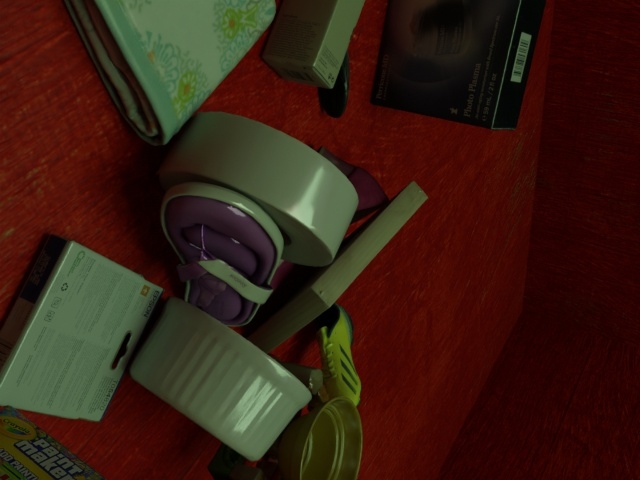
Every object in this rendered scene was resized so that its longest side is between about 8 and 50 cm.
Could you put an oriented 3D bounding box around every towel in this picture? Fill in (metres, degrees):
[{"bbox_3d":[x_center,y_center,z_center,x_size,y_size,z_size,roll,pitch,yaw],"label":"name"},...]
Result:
[{"bbox_3d":[-0.188,-0.358,0.932,0.320,0.090,0.374,-55,148,-30],"label":"towel"}]

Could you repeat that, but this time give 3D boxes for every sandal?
[{"bbox_3d":[-0.142,0.057,1.066,0.416,0.169,0.102,94,3,-62],"label":"sandal"}]

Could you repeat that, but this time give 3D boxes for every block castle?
[{"bbox_3d":[-0.137,0.467,1.387,0.453,0.213,0.303,-59,139,-39],"label":"block castle"}]

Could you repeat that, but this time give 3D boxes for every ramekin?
[{"bbox_3d":[-0.163,0.220,1.124,0.135,0.277,0.277,-56,149,-17],"label":"ramekin"}]

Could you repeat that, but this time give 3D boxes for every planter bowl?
[{"bbox_3d":[-0.014,0.379,1.290,0.217,0.090,0.217,-10,102,-58],"label":"planter bowl"}]

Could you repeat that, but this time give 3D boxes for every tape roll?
[{"bbox_3d":[-0.092,-0.070,1.069,0.100,0.286,0.286,-65,152,-15],"label":"tape roll"}]

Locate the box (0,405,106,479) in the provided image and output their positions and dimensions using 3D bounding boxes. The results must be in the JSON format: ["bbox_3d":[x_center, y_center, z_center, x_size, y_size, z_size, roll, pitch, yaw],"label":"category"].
[{"bbox_3d":[-0.420,0.385,0.789,0.279,0.177,0.290,-19,131,-58],"label":"box"}]

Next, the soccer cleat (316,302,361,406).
[{"bbox_3d":[0.025,0.254,1.592,0.121,0.093,0.289,51,24,-36],"label":"soccer cleat"}]

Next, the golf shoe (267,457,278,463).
[{"bbox_3d":[-0.119,0.582,1.588,0.140,0.115,0.306,38,71,-58],"label":"golf shoe"}]

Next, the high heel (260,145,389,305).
[{"bbox_3d":[0.000,0.000,1.371,0.377,0.181,0.127,-61,-169,-24],"label":"high heel"}]

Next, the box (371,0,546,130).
[{"bbox_3d":[0.296,-0.413,1.587,0.183,0.294,0.296,-13,117,-57],"label":"box"}]

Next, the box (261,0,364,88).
[{"bbox_3d":[0.006,-0.410,1.244,0.094,0.113,0.275,32,78,-63],"label":"box"}]

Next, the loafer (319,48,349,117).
[{"bbox_3d":[0.035,-0.323,1.406,0.061,0.062,0.170,-46,144,-50],"label":"loafer"}]

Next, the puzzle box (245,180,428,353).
[{"bbox_3d":[0.037,0.054,1.459,0.409,0.052,0.272,-44,-179,-43],"label":"puzzle box"}]

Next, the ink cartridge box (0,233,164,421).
[{"bbox_3d":[-0.332,0.128,0.987,0.223,0.045,0.224,-66,153,-11],"label":"ink cartridge box"}]
